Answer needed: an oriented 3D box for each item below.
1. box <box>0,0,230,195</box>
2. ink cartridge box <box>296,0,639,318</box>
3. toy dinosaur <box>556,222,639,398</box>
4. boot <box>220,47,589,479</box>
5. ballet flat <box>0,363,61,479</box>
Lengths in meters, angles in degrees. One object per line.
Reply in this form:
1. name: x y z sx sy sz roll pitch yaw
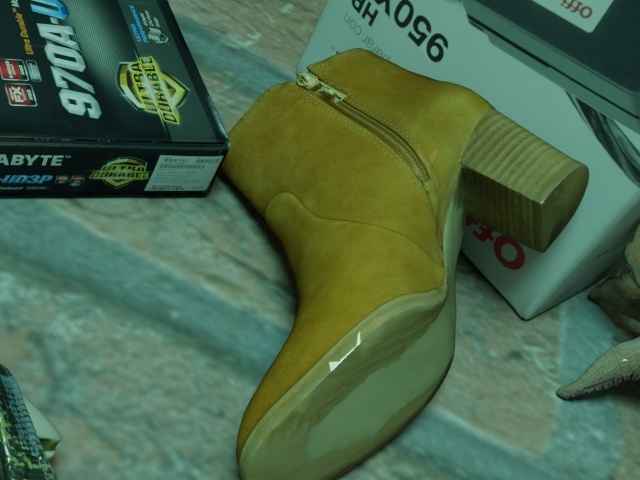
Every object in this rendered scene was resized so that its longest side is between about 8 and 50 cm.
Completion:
1. box: -0.175 -0.124 0.612 0.175 0.051 0.220 -1 51 -32
2. ink cartridge box: 0.186 -0.182 0.632 0.166 0.395 0.285 -22 63 -40
3. toy dinosaur: 0.313 0.064 0.658 0.295 0.127 0.200 -22 64 -33
4. boot: 0.000 -0.001 0.575 0.211 0.104 0.295 30 60 33
5. ballet flat: -0.135 0.112 0.408 0.070 0.070 0.188 -10 58 -38
